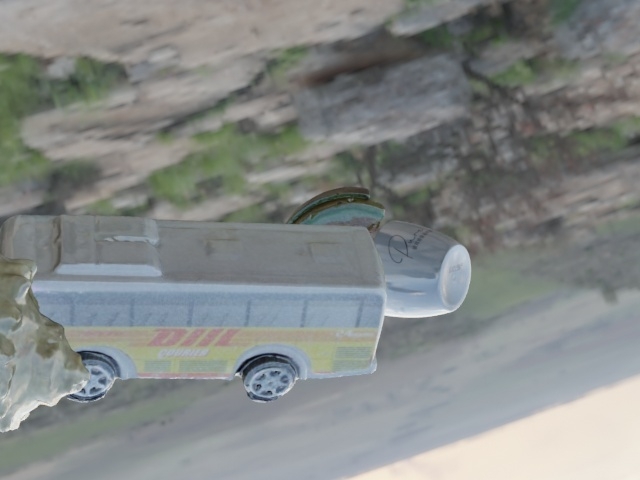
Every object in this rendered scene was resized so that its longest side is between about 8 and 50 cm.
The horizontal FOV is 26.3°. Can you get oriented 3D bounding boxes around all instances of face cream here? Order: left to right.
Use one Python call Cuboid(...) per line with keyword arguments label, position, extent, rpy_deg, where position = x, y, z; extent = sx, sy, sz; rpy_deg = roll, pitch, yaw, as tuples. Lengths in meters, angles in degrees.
Cuboid(label="face cream", position=(0.086, 0.029, 1.290), extent=(0.095, 0.091, 0.091), rpy_deg=(9, -173, 33))

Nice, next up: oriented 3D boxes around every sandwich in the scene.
Cuboid(label="sandwich", position=(-0.002, 0.000, 1.288), extent=(0.135, 0.067, 0.029), rpy_deg=(-49, -166, 20))

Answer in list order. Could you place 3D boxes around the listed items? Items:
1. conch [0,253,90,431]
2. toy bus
Cuboid(label="conch", position=(-0.261, 0.027, 0.682), extent=(0.186, 0.324, 0.263), rpy_deg=(-38, 148, -49))
Cuboid(label="toy bus", position=(-0.091, 0.041, 0.912), extent=(0.268, 0.092, 0.106), rpy_deg=(2, 129, -13))
